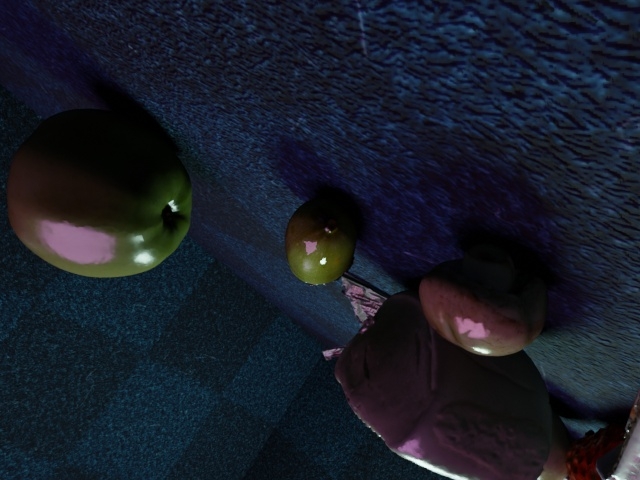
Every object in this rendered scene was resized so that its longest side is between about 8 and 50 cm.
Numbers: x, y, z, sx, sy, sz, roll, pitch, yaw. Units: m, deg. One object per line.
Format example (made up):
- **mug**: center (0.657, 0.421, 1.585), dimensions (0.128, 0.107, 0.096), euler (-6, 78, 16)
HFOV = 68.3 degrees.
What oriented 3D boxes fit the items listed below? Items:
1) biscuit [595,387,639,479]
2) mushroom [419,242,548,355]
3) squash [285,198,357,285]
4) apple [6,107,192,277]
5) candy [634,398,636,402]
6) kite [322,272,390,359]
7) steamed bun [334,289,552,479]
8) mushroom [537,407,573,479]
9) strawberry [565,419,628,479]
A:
- **biscuit**: center (0.341, 0.157, 0.383), dimensions (0.186, 0.079, 0.309), euler (20, 134, 37)
- **mushroom**: center (0.181, 0.065, 0.532), dimensions (0.148, 0.148, 0.112), euler (23, 123, 39)
- **squash**: center (0.000, 0.000, 0.732), dimensions (0.123, 0.123, 0.187), euler (33, 167, 7)
- **apple**: center (-0.452, -0.096, 1.010), dimensions (0.357, 0.357, 0.357), euler (33, 166, 9)
- **candy**: center (0.419, 0.193, 0.487), dimensions (0.138, 0.071, 0.174), euler (29, 164, 28)
- **kite**: center (0.142, 0.244, 1.069), dimensions (0.368, 0.014, 0.406), euler (-19, 95, 38)
- **steamed bun**: center (0.190, 0.211, 0.774), dimensions (0.247, 0.236, 0.383), euler (28, 174, -11)
- **mushroom**: center (0.418, 0.411, 1.001), dimensions (0.255, 0.184, 0.255), euler (53, 169, 15)
- **strawberry**: center (0.489, 0.400, 0.740), dimensions (0.280, 0.150, 0.254), euler (31, 148, 60)
